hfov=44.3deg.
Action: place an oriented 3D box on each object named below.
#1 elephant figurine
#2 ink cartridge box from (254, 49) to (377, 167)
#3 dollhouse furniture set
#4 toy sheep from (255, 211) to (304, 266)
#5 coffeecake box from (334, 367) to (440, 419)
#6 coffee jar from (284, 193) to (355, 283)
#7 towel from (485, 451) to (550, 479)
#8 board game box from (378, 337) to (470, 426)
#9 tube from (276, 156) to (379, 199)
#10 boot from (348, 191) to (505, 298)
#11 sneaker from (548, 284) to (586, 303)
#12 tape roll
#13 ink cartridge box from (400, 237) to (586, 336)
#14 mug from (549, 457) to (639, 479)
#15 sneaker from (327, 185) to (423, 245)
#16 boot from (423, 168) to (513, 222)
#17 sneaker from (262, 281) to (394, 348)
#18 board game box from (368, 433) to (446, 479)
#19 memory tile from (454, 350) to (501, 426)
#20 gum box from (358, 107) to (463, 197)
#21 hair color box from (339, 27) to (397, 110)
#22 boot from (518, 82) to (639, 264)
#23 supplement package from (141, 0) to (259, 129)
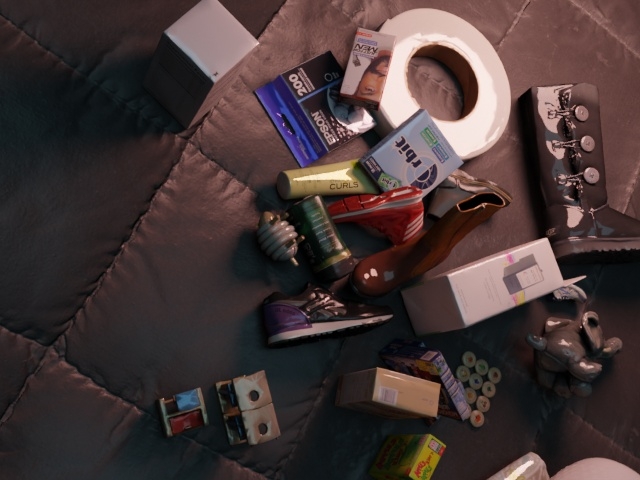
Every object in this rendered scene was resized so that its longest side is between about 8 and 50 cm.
[{"bbox_3d":[0.598,0.238,1.835,0.169,0.186,0.239,20,48,29],"label":"elephant figurine"},{"bbox_3d":[-0.008,-0.297,1.759,0.208,0.045,0.206,-33,91,-25],"label":"ink cartridge box"},{"bbox_3d":[-0.194,0.334,1.473,0.183,0.129,0.129,-12,82,-26],"label":"dollhouse furniture set"},{"bbox_3d":[-0.085,-0.002,1.628,0.091,0.091,0.132,-26,77,-26],"label":"toy sheep"},{"bbox_3d":[0.131,0.312,1.583,0.142,0.185,0.068,17,71,-17],"label":"coffeecake box"},{"bbox_3d":[0.000,0.000,1.658,0.079,0.096,0.184,-27,87,-23],"label":"coffee jar"},{"bbox_3d":[0.416,0.692,1.665,0.320,0.090,0.375,-24,87,-29],"label":"towel"},{"bbox_3d":[0.235,0.308,1.650,0.060,0.194,0.194,-36,106,-25],"label":"board game box"},{"bbox_3d":[0.021,-0.135,1.724,0.240,0.062,0.070,-8,120,-31],"label":"tube"},{"bbox_3d":[0.217,0.012,1.619,0.264,0.280,0.096,-10,69,-34],"label":"boot"},{"bbox_3d":[0.578,0.126,1.899,0.135,0.052,0.058,28,78,-6],"label":"sneaker"},{"bbox_3d":[0.275,-0.366,1.880,0.391,0.072,0.392,5,76,-22],"label":"tape roll"},{"bbox_3d":[0.381,0.094,1.731,0.353,0.207,0.119,-17,85,-26],"label":"ink cartridge box"},{"bbox_3d":[0.533,0.641,1.557,0.328,0.276,0.374,-45,127,-35],"label":"mug"},{"bbox_3d":[0.124,-0.034,1.725,0.221,0.087,0.128,-11,113,2],"label":"sneaker"},{"bbox_3d":[0.341,-0.079,1.841,0.197,0.077,0.137,20,74,-3],"label":"boot"},{"bbox_3d":[0.019,0.138,1.630,0.283,0.107,0.124,-6,73,-24],"label":"sneaker"},{"bbox_3d":[0.170,0.438,1.569,0.043,0.181,0.092,37,66,-10],"label":"board game box"},{"bbox_3d":[0.341,0.332,1.762,0.113,0.012,0.148,33,67,-12],"label":"memory tile"},{"bbox_3d":[0.203,-0.176,1.762,0.184,0.041,0.157,-39,109,-1],"label":"gum box"},{"bbox_3d":[0.106,-0.382,1.751,0.093,0.053,0.167,13,76,4],"label":"hair color box"},{"bbox_3d":[0.695,-0.171,1.978,0.366,0.146,0.445,1,72,-24],"label":"boot"},{"bbox_3d":[-0.243,-0.349,1.562,0.139,0.244,0.134,45,65,-7],"label":"supplement package"}]
